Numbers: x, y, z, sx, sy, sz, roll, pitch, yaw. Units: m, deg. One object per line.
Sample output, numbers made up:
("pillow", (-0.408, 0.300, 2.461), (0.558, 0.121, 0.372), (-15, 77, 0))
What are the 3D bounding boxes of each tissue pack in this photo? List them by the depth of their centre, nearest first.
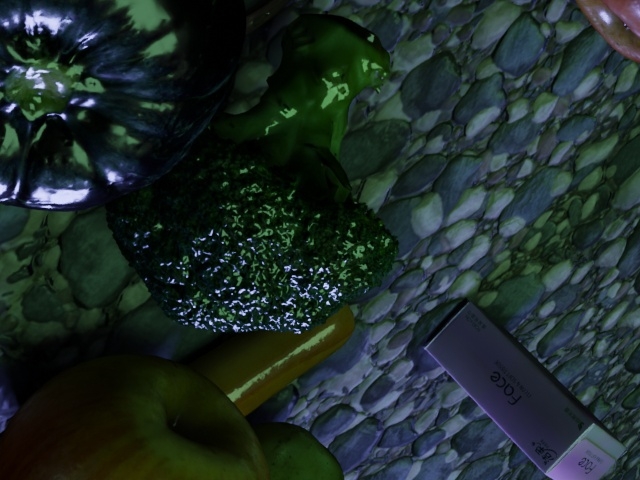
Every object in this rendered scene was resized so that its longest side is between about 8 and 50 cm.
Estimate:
("tissue pack", (0.258, 0.199, 1.985), (0.092, 0.246, 0.148), (-46, 146, 5))

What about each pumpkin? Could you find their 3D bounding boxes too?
("pumpkin", (-0.204, -0.171, 1.098), (0.315, 0.238, 0.315), (-13, 132, -15))

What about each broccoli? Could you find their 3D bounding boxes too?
("broccoli", (-0.058, -0.056, 1.374), (0.297, 0.297, 0.297), (-65, 151, -17))

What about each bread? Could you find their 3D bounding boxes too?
("bread", (-0.060, 0.132, 1.722), (0.239, 0.074, 0.092), (-34, 140, -18))

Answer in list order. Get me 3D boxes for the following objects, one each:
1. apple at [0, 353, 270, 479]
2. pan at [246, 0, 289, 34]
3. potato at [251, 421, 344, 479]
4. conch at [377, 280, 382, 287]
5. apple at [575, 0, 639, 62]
("apple", (-0.191, 0.248, 1.534), (0.286, 0.286, 0.233), (8, 127, -51))
("pan", (-0.002, -0.251, 1.396), (0.212, 0.040, 0.115), (-39, 148, -22))
("potato", (-0.100, 0.349, 1.797), (0.304, 0.216, 0.216), (-40, 147, -2))
("conch", (0.003, 0.003, 1.658), (0.095, 0.079, 0.201), (-57, 141, -17))
("apple", (0.374, -0.305, 1.578), (0.241, 0.242, 0.242), (-46, 147, -1))
